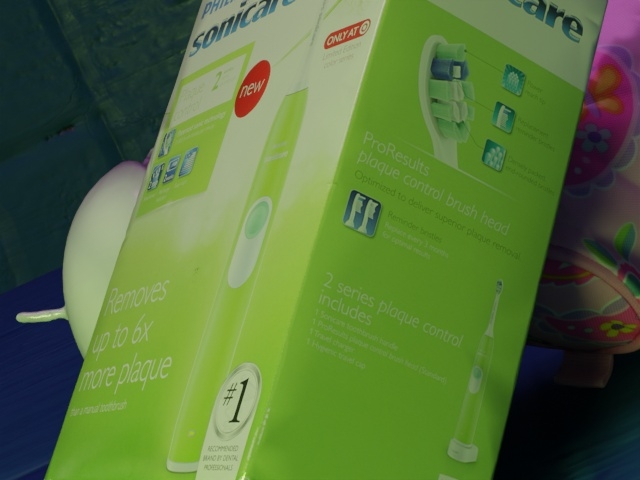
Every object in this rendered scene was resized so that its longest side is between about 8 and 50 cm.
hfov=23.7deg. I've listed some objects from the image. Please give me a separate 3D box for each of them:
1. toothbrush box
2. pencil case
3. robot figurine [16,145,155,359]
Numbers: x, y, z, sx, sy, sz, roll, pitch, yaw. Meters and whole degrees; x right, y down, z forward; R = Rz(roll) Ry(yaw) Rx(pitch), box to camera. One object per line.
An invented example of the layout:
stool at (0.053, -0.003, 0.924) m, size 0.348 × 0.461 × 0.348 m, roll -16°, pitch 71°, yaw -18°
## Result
toothbrush box at (0.000, 0.000, 0.722) m, size 0.206 × 0.122 × 0.283 m, roll -13°, pitch 55°, yaw 57°
pencil case at (0.152, -0.069, 0.813) m, size 0.124 × 0.124 × 0.284 m, roll -16°, pitch 44°, yaw 49°
robot figurine at (-0.016, 0.005, 0.990) m, size 0.353 × 0.200 × 0.300 m, roll -28°, pitch 34°, yaw -16°
